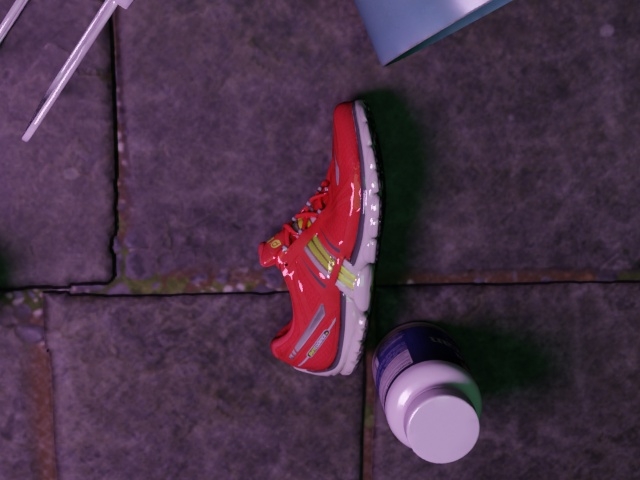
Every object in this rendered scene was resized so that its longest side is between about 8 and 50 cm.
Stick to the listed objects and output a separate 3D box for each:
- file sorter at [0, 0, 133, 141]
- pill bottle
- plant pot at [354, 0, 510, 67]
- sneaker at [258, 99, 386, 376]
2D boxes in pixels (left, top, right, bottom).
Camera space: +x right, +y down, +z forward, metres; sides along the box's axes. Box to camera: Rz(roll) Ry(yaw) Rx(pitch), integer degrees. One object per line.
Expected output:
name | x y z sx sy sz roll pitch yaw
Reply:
file sorter | -0.312 -0.242 1.223 0.278 0.193 0.173 34 104 -14
pill bottle | 0.106 0.150 1.392 0.094 0.169 0.094 -2 108 -5
plant pot | 0.124 -0.318 1.200 0.293 0.293 0.235 -29 93 4
sneaker | 0.000 0.000 1.374 0.118 0.107 0.279 7 104 2
